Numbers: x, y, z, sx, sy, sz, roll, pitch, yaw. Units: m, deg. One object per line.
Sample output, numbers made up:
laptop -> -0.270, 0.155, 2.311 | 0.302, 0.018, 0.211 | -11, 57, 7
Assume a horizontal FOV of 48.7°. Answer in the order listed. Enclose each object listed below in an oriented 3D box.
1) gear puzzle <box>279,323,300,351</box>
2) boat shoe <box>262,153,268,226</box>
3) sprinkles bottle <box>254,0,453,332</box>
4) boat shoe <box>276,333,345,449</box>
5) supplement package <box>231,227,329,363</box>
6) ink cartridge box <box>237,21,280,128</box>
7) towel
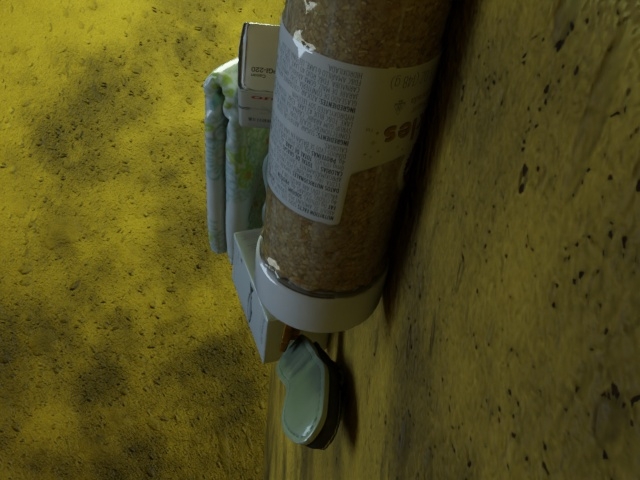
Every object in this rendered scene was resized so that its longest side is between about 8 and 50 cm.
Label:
gear puzzle -> 0.000, 0.000, 0.862 | 0.175, 0.044, 0.339 | -80, 6, -65
boat shoe -> -0.030, -0.081, 1.127 | 0.114, 0.091, 0.302 | 49, 156, 9
sprinkles bottle -> 0.018, -0.084, 0.548 | 0.121, 0.121, 0.355 | -92, 8, -47
boat shoe -> -0.002, 0.184, 0.850 | 0.081, 0.068, 0.228 | -49, 15, 8
supplement package -> -0.061, 0.076, 1.067 | 0.105, 0.105, 0.179 | 100, 153, -44
ink cartridge box -> -0.034, -0.216, 0.978 | 0.218, 0.158, 0.092 | 167, 107, -84
towel -> -0.091, -0.180, 1.283 | 0.320, 0.090, 0.374 | -51, -27, -48
